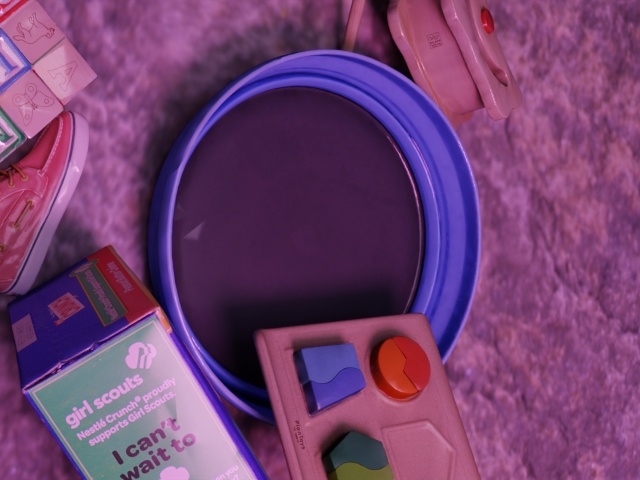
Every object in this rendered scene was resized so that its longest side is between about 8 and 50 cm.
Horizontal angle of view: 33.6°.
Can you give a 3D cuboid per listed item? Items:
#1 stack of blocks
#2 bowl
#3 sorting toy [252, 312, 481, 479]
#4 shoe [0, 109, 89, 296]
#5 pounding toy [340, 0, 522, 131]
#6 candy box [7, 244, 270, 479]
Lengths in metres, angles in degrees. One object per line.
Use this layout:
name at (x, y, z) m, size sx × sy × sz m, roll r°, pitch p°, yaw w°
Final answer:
stack of blocks at (-0.355, -0.107, 0.872) m, size 0.297 × 0.087 × 0.171 m, roll -47°, pitch 114°, yaw -25°
bowl at (0.000, 0.000, 1.109) m, size 0.391 × 0.077 × 0.391 m, roll -1°, pitch 92°, yaw -34°
sorting toy at (0.069, 0.215, 1.011) m, size 0.229 × 0.041 × 0.307 m, roll -1°, pitch 65°, yaw -36°
shoe at (-0.271, -0.044, 0.941) m, size 0.081 × 0.063 × 0.178 m, roll 25°, pitch 80°, yaw -36°
pounding toy at (0.111, -0.242, 1.198) m, size 0.269 × 0.155 × 0.154 m, roll 60°, pitch 32°, yaw -28°
candy box at (-0.129, 0.179, 0.900) m, size 0.122 × 0.268 × 0.317 m, roll -33°, pitch 109°, yaw -9°
